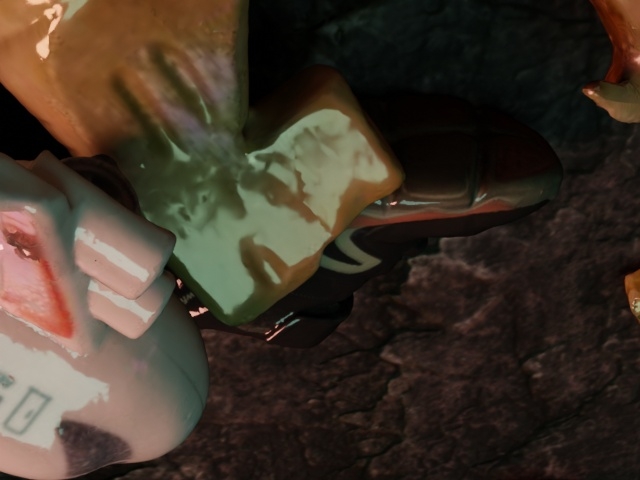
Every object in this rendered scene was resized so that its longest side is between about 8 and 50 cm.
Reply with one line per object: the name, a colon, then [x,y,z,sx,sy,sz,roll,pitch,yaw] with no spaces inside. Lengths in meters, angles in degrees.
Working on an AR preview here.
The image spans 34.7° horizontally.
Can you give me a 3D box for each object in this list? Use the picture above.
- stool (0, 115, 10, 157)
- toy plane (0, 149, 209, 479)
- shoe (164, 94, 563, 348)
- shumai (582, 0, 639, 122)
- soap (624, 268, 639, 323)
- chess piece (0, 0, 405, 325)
stool: [-0.214,-0.021,0.543,0.110,0.096,0.096,-17,132,-4]
toy plane: [-0.162,0.024,0.441,0.252,0.118,0.252,12,145,9]
shoe: [0.000,0.000,0.595,0.291,0.114,0.137,-9,127,-2]
shumai: [0.212,-0.183,0.460,0.267,0.314,0.262,8,173,-18]
soap: [0.345,0.008,0.734,0.252,0.037,0.092,-27,130,10]
chess piece: [-0.086,-0.094,0.444,0.137,0.137,0.301,-30,117,13]
